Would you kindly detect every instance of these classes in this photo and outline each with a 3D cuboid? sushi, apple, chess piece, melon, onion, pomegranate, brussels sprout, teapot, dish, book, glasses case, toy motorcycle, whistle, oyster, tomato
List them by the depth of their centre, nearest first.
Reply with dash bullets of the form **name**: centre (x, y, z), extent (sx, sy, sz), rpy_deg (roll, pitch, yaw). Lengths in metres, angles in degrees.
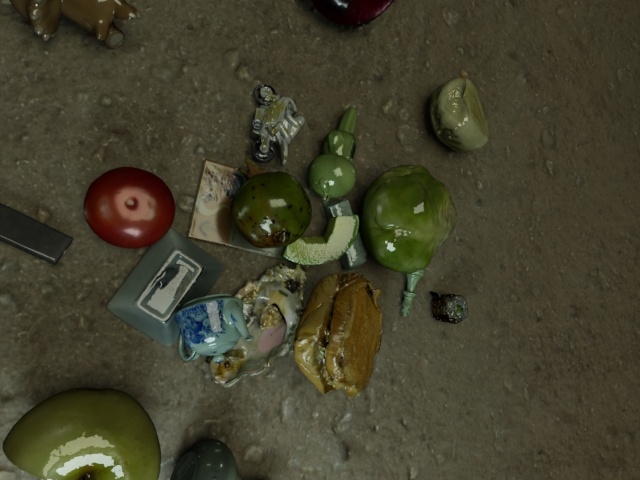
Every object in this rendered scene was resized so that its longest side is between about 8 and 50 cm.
- **apple**: centre (-0.453, 0.428, 0.995), extent (0.233, 0.258, 0.295), rpy_deg (-31, 101, -24)
- **glasses case**: centre (-0.646, -0.019, 1.064), extent (0.190, 0.042, 0.072), rpy_deg (30, 67, -19)
- **tomato**: centre (-0.429, -0.074, 1.114), extent (0.195, 0.136, 0.195), rpy_deg (2, 86, -23)
- **teapot**: centre (-0.247, 0.209, 1.122), extent (0.159, 0.232, 0.159), rpy_deg (35, 42, -39)
- **teapot**: centre (-0.218, 0.583, 1.145), extent (0.251, 0.183, 0.183), rpy_deg (38, 71, -29)
- **dish**: centre (-0.356, 0.108, 1.163), extent (0.182, 0.080, 0.243), rpy_deg (37, 71, -17)
- **pomegranate**: centre (-0.136, -0.095, 1.201), extent (0.198, 0.198, 0.246), rpy_deg (-35, 87, -22)
- **oyster**: centre (-0.147, 0.210, 1.244), extent (0.354, 0.107, 0.201), rpy_deg (-42, 71, -15)
- **book**: centre (-0.182, -0.074, 1.288), extent (0.295, 0.020, 0.208), rpy_deg (14, 80, -23)
- **melon**: centre (0.000, 0.000, 1.296), extent (0.209, 0.064, 0.118), rpy_deg (-9, 96, -7)
- **toy motorcycle**: centre (-0.113, -0.307, 1.310), extent (0.151, 0.074, 0.229), rpy_deg (5, 74, -18)
- **brussels sprout**: centre (0.245, -0.070, 1.355), extent (0.316, 0.242, 0.274), rpy_deg (-36, 108, -29)
- **whistle**: centre (0.035, -0.236, 1.358), extent (0.141, 0.141, 0.294), rpy_deg (16, 60, -22)
- **onion**: centre (0.083, -0.757, 1.364), extent (0.314, 0.232, 0.314), rpy_deg (-4, 109, -12)
- **chess piece**: centre (0.266, 0.152, 1.450), extent (0.059, 0.059, 0.149), rpy_deg (13, 85, -22)
- **sushi**: centre (0.388, 0.198, 1.483), extent (0.094, 0.084, 0.098), rpy_deg (-6, 91, -26)

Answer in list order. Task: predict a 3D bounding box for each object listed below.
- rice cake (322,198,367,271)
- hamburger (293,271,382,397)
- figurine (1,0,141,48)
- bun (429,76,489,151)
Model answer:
- **rice cake**: centre (0.071, -0.021, 1.371), extent (0.069, 0.063, 0.206), rpy_deg (-17, 93, -19)
- **hamburger**: centre (0.058, 0.239, 1.245), extent (0.318, 0.158, 0.319), rpy_deg (-23, 117, -59)
- **figurine**: centre (-0.561, -0.514, 1.070), extent (0.247, 0.177, 0.173), rpy_deg (47, 51, -21)
- **bun**: centre (0.422, -0.382, 1.522), extent (0.229, 0.145, 0.229), rpy_deg (32, 49, -45)
